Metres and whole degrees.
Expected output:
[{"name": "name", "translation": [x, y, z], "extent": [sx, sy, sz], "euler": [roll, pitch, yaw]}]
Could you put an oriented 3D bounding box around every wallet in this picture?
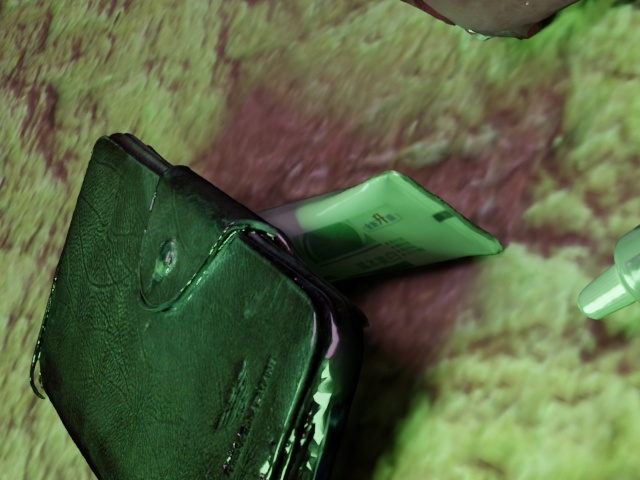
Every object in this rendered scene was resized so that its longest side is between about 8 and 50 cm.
[{"name": "wallet", "translation": [-0.072, 0.057, 0.825], "extent": [0.318, 0.045, 0.172], "euler": [37, 114, 61]}]

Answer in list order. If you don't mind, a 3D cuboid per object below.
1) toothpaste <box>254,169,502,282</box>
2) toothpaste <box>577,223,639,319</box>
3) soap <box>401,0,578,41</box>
[{"name": "toothpaste", "translation": [0.000, 0.000, 0.800], "extent": [0.218, 0.064, 0.041], "euler": [-12, 47, 59]}, {"name": "toothpaste", "translation": [0.167, -0.025, 0.580], "extent": [0.197, 0.029, 0.048], "euler": [-36, 35, 31]}, {"name": "soap", "translation": [0.119, -0.214, 0.728], "extent": [0.289, 0.112, 0.182], "euler": [-53, 22, 24]}]
